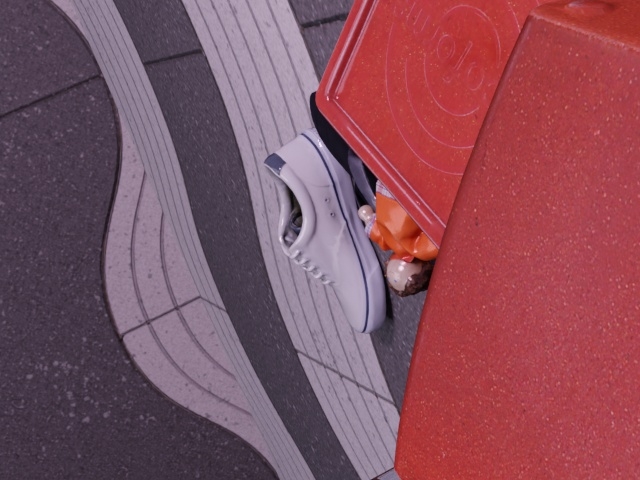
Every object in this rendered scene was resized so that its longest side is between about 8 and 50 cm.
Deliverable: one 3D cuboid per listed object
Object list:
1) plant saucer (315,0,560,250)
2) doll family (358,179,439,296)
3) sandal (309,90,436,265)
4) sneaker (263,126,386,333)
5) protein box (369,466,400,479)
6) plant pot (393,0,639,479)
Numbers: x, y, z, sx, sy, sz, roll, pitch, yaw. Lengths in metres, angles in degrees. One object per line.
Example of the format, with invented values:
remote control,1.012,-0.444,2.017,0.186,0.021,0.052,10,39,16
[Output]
plant saucer,0.097,-0.111,0.723,0.258,0.047,0.259,52,133,35
doll family,0.150,-0.006,0.856,0.263,0.118,0.163,17,127,45
sandal,0.051,-0.056,1.137,0.254,0.054,0.097,49,158,41
sneaker,0.000,0.000,1.312,0.094,0.091,0.258,31,143,62
protein box,0.165,0.330,1.220,0.200,0.136,0.201,65,164,-5
plant pot,0.202,0.023,0.469,0.267,0.267,0.236,40,139,55
